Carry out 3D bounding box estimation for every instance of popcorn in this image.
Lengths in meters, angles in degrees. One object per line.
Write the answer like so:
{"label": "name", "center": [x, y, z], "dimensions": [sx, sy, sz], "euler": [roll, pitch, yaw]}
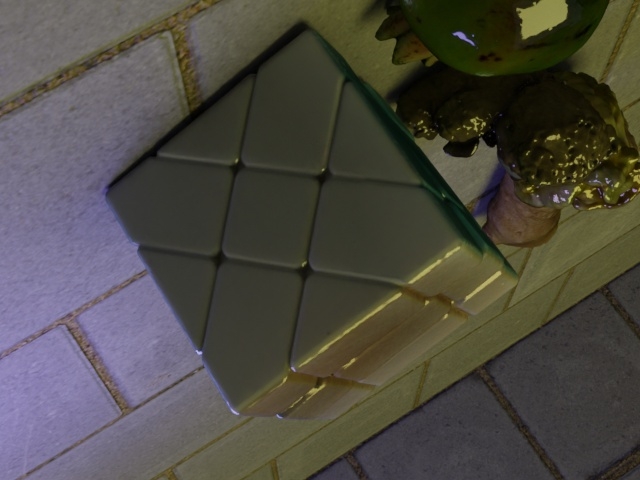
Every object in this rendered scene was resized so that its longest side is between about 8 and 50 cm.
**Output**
{"label": "popcorn", "center": [0.391, -0.146, 1.746], "dimensions": [0.212, 0.259, 0.259], "euler": [-20, 168, 25]}

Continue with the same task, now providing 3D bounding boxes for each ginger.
{"label": "ginger", "center": [0.390, -0.072, 2.085], "dimensions": [0.190, 0.126, 0.354], "euler": [-22, 156, -7]}

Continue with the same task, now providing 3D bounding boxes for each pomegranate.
{"label": "pomegranate", "center": [0.171, -0.265, 1.171], "dimensions": [0.236, 0.236, 0.302], "euler": [-22, 169, -32]}

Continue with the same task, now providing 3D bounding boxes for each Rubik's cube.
{"label": "Rubik's cube", "center": [0.000, 0.000, 1.319], "dimensions": [0.319, 0.322, 0.316], "euler": [-38, 159, 10]}

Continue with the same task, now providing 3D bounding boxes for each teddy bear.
{"label": "teddy bear", "center": [0.271, -0.168, 1.479], "dimensions": [0.267, 0.256, 0.156], "euler": [-23, 152, -32]}
